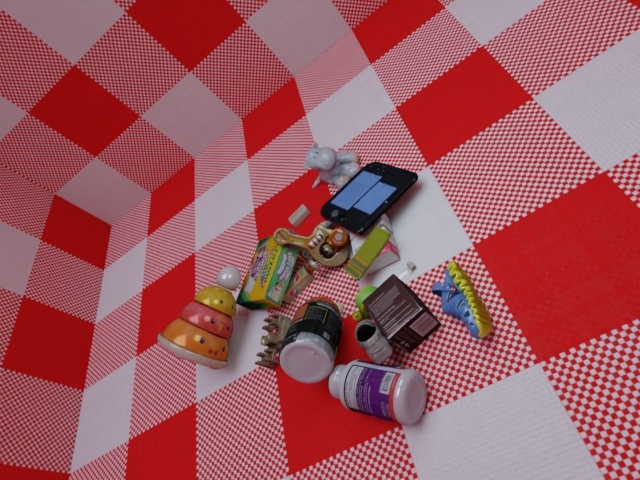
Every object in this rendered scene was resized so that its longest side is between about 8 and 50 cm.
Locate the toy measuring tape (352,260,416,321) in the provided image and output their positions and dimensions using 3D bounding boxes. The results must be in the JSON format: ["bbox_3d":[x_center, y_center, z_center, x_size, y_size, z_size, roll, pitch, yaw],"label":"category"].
[{"bbox_3d":[0.240,0.195,1.861,0.330,0.121,0.121,-47,42,4],"label":"toy measuring tape"}]

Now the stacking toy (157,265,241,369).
[{"bbox_3d":[-0.524,0.337,2.225,0.351,0.351,0.479,13,76,45],"label":"stacking toy"}]

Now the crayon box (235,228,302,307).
[{"bbox_3d":[-0.250,0.147,2.266,0.313,0.106,0.362,-19,47,55],"label":"crayon box"}]

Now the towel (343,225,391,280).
[{"bbox_3d":[0.192,0.049,1.926,0.237,0.021,0.102,-54,44,-1],"label":"towel"}]

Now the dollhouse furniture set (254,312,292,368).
[{"bbox_3d":[-0.152,0.441,2.047,0.242,0.161,0.212,-36,39,49],"label":"dollhouse furniture set"}]

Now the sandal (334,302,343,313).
[{"bbox_3d":[-0.021,0.313,2.031,0.240,0.079,0.088,-18,51,32],"label":"sandal"}]

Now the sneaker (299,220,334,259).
[{"bbox_3d":[0.000,0.000,2.248,0.093,0.088,0.225,35,87,28],"label":"sneaker"}]

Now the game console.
[{"bbox_3d":[0.205,-0.201,2.094,0.386,0.060,0.342,-45,31,-11],"label":"game console"}]

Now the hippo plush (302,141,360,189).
[{"bbox_3d":[0.043,-0.412,2.372,0.294,0.237,0.234,14,72,46],"label":"hippo plush"}]

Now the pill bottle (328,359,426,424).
[{"bbox_3d":[0.192,0.519,1.622,0.323,0.181,0.181,-2,61,41],"label":"pill bottle"}]

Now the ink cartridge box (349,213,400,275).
[{"bbox_3d":[0.228,0.004,2.016,0.172,0.100,0.237,-28,47,23],"label":"ink cartridge box"}]

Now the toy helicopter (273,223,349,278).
[{"bbox_3d":[-0.048,0.033,2.122,0.355,0.140,0.234,14,89,6],"label":"toy helicopter"}]

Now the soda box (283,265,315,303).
[{"bbox_3d":[-0.116,0.210,2.200,0.181,0.061,0.058,-44,42,8],"label":"soda box"}]

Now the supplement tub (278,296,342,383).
[{"bbox_3d":[-0.027,0.374,1.822,0.207,0.207,0.338,-29,16,23],"label":"supplement tub"}]

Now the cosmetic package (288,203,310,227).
[{"bbox_3d":[-0.110,-0.130,2.453,0.115,0.041,0.060,-44,42,8],"label":"cosmetic package"}]

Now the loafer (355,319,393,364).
[{"bbox_3d":[0.182,0.348,1.720,0.112,0.111,0.319,-39,9,-3],"label":"loafer"}]

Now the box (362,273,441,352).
[{"bbox_3d":[0.297,0.269,1.715,0.167,0.168,0.203,-45,42,8],"label":"box"}]

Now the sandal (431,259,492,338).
[{"bbox_3d":[0.488,0.221,1.630,0.138,0.126,0.317,-38,35,20],"label":"sandal"}]
